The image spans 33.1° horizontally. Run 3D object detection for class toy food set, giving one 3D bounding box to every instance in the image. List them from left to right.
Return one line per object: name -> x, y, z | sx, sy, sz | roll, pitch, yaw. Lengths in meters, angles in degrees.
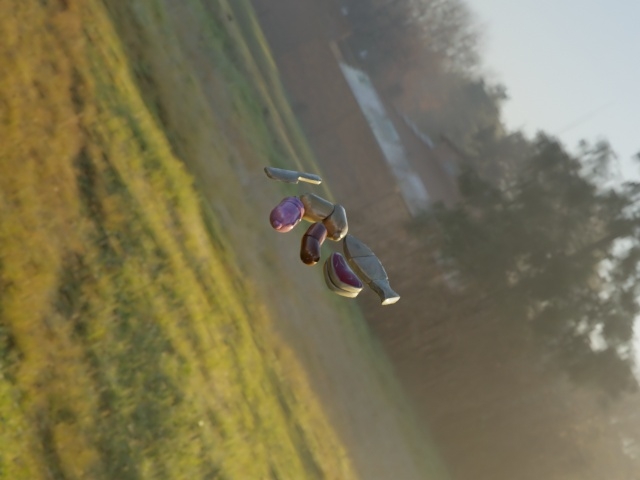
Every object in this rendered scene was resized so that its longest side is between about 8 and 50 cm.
toy food set -> 0.000, 0.000, 0.772 | 0.077, 0.019, 0.122 | 6, 44, -45
